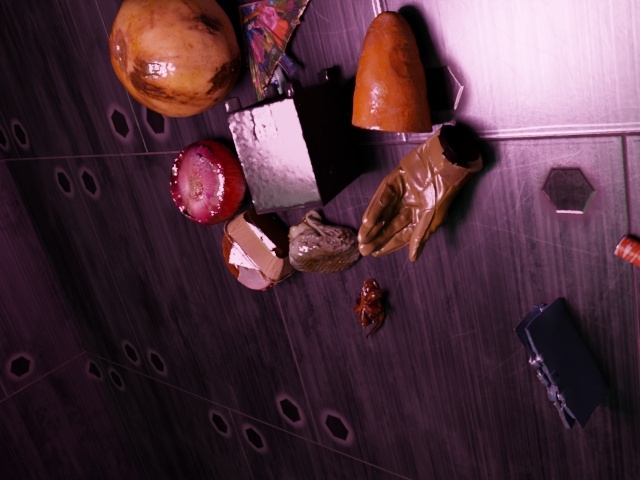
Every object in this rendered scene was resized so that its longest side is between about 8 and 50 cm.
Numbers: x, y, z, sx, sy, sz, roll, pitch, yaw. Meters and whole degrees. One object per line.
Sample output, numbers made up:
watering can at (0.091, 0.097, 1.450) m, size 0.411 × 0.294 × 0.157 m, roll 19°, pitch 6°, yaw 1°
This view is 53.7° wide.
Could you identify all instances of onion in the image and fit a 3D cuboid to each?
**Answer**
onion at (-0.298, -0.160, 1.714) m, size 0.248 × 0.161 × 0.248 m, roll 20°, pitch 126°, yaw 30°

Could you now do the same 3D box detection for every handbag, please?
handbag at (0.463, 0.236, 1.220) m, size 0.057 × 0.144 × 0.221 m, roll -25°, pitch 95°, yaw 48°

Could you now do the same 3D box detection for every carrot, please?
carrot at (0.138, -0.322, 1.216) m, size 0.159 × 0.159 × 0.225 m, roll 10°, pitch 107°, yaw 41°

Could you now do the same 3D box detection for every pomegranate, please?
pomegranate at (-0.340, -0.445, 1.485) m, size 0.322 × 0.322 × 0.322 m, roll 24°, pitch 129°, yaw 33°

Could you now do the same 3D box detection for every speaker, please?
speaker at (-0.048, -0.216, 1.358) m, size 0.184 × 0.232 × 0.254 m, roll -7°, pitch 109°, yaw 27°

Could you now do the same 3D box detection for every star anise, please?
star anise at (0.122, 0.184, 1.590) m, size 0.191 × 0.070 × 0.097 m, roll 106°, pitch 148°, yaw -43°

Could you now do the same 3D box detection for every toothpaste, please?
toothpaste at (-0.090, -0.351, 1.486) m, size 0.056 × 0.036 × 0.205 m, roll -17°, pitch 97°, yaw 46°

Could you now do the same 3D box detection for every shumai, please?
shumai at (0.006, -0.002, 1.568) m, size 0.184 × 0.184 × 0.142 m, roll -45°, pitch 51°, yaw 49°

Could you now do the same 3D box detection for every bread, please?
bread at (-0.176, 0.029, 1.726) m, size 0.224 × 0.142 × 0.212 m, roll 49°, pitch 135°, yaw 9°

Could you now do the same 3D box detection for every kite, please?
kite at (-0.118, -0.468, 1.442) m, size 0.234 × 0.016 × 0.321 m, roll 53°, pitch 133°, yaw 20°

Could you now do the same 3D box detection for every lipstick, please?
lipstick at (0.568, 0.037, 1.072) m, size 0.130 × 0.038 × 0.038 m, roll 33°, pitch 134°, yaw 26°

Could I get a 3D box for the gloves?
gloves at (0.195, -0.084, 1.292) m, size 0.154 × 0.141 × 0.331 m, roll 31°, pitch 128°, yaw -8°
